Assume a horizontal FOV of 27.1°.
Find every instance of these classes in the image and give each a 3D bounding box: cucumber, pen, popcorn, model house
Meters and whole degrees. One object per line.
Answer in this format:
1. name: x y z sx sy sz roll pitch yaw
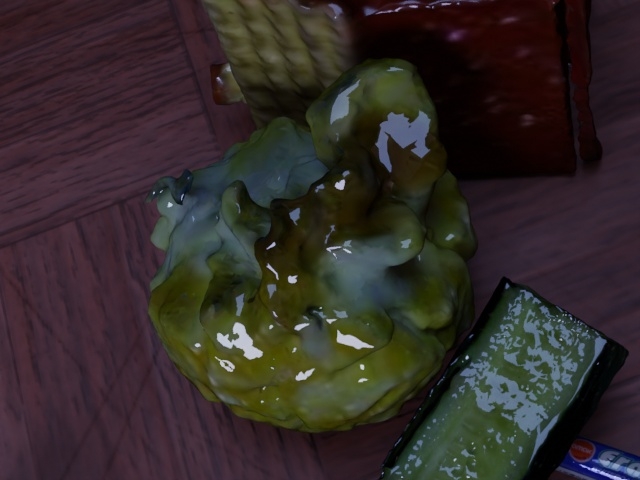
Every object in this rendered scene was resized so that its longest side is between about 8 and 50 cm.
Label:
1. cucumber: 0.078 0.128 0.706 0.078 0.062 0.211 32 91 24
2. pen: 0.155 0.122 0.721 0.204 0.025 0.025 18 65 23
3. popcorn: 0.000 0.000 0.740 0.198 0.212 0.198 13 44 -13
4. model house: 0.040 -0.139 0.808 0.254 0.196 0.160 -7 60 11
